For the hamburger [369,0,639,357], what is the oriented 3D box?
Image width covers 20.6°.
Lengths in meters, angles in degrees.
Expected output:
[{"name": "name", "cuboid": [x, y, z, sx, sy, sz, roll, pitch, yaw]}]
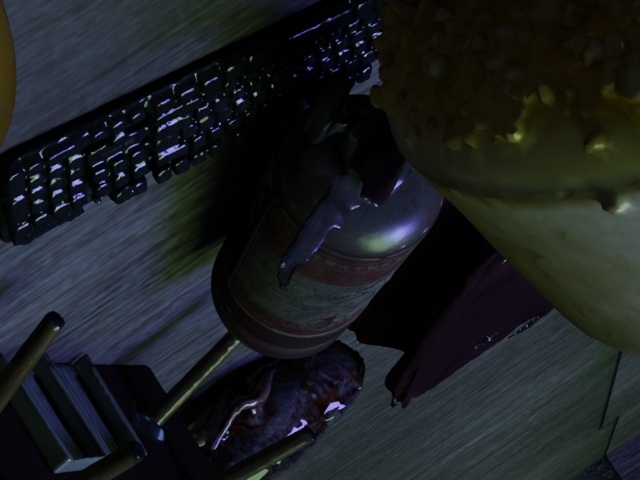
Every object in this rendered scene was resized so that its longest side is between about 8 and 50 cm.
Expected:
[{"name": "hamburger", "cuboid": [0.155, -0.095, 0.567, 0.302, 0.170, 0.302, -24, -156, 12]}]

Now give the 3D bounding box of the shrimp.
[{"name": "shrimp", "cuboid": [-0.053, 0.125, 1.094, 0.190, 0.073, 0.075, -42, 121, -7]}]

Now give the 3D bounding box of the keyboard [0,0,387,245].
[{"name": "keyboard", "cuboid": [-0.043, -0.054, 0.712, 0.195, 0.018, 0.060, -29, 159, -21]}]

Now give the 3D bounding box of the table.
[{"name": "table", "cuboid": [-0.099, 0.100, 0.843, 0.111, 0.122, 0.240, -40, 163, 16]}]

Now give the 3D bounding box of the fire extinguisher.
[{"name": "fire extinguisher", "cuboid": [0.008, -0.001, 0.751, 0.075, 0.106, 0.252, 13, 159, -10]}]

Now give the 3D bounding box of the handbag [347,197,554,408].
[{"name": "handbag", "cuboid": [0.129, -0.005, 1.075, 0.216, 0.074, 0.203, -27, 162, -28]}]

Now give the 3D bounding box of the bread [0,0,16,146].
[{"name": "bread", "cuboid": [-0.175, -0.016, 0.435, 0.217, 0.098, 0.147, -28, 158, -25]}]
